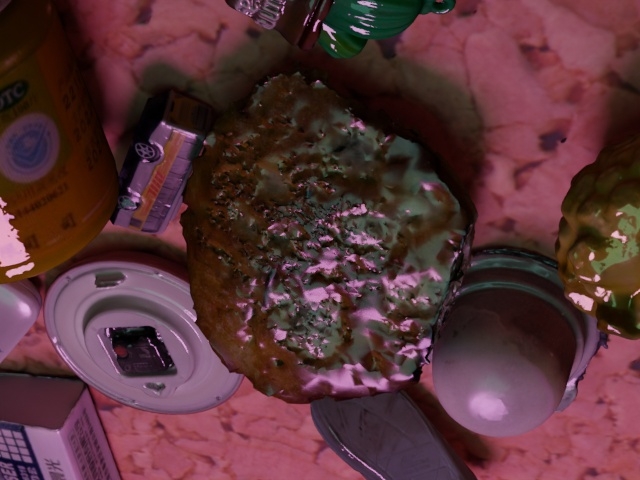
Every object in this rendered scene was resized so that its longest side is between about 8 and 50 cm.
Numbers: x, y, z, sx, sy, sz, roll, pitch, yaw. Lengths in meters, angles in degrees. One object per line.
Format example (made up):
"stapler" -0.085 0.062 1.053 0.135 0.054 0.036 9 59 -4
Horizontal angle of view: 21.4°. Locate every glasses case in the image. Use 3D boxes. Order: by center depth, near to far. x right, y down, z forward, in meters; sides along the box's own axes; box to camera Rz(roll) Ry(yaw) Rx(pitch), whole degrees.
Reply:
"glasses case" -0.403 0.106 1.981 0.092 0.059 0.233 36 132 -13

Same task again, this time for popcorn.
"popcorn" 0.356 -0.014 1.523 0.286 0.173 0.225 7 126 13

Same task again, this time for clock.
"clock" -0.199 0.109 1.915 0.244 0.056 0.244 10 135 10

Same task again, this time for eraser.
"eraser" -0.327 0.293 2.112 0.130 0.086 0.287 6 133 17

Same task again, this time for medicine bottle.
"medicine bottle" -0.344 -0.162 1.595 0.224 0.224 0.384 0 131 19

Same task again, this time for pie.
"pie" 0.000 0.000 1.666 0.288 0.103 0.354 19 116 11

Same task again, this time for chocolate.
"chocolate" 0.186 0.131 1.736 0.221 0.147 0.221 8 136 8

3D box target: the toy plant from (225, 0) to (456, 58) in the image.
"toy plant" 0.017 -0.216 1.502 0.200 0.105 0.143 14 144 -10

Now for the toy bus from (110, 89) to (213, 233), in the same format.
"toy bus" -0.164 -0.076 1.728 0.072 0.057 0.172 19 136 -9

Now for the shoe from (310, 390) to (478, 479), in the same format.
"shoe" 0.083 0.238 1.919 0.251 0.103 0.100 48 174 -8
